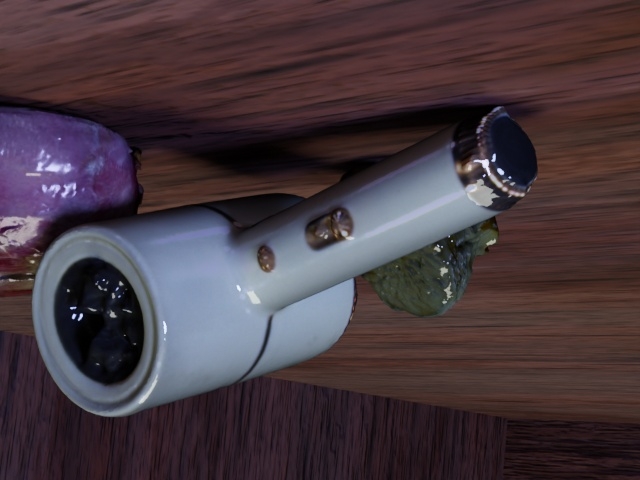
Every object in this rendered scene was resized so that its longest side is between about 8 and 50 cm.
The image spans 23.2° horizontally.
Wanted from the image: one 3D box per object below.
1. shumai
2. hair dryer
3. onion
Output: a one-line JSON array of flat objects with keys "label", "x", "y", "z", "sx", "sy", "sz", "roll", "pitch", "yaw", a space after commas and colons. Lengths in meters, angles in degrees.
[{"label": "shumai", "x": 0.074, "y": -0.013, "z": 1.094, "sx": 0.087, "sy": 0.123, "sz": 0.099, "roll": -29, "pitch": 157, "yaw": -31}, {"label": "hair dryer", "x": 0.000, "y": 0.000, "z": 0.985, "sx": 0.362, "sy": 0.128, "sz": 0.203, "roll": -25, "pitch": 171, "yaw": 40}, {"label": "onion", "x": -0.269, "y": -0.025, "z": 1.096, "sx": 0.284, "sy": 0.120, "sz": 0.227, "roll": 6, "pitch": 166, "yaw": 0}]
